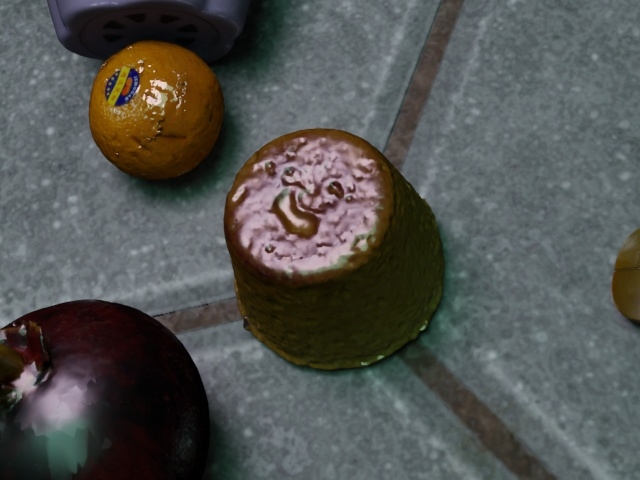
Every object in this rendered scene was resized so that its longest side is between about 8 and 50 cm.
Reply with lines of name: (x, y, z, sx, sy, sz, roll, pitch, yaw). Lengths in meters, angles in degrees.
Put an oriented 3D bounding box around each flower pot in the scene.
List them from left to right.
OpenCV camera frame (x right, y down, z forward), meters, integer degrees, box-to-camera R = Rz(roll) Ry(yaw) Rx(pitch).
flower pot: (-0.165, -0.311, 1.159, 0.265, 0.265, 0.243, -8, 74, 11)

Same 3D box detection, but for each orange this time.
orange: (-0.156, -0.122, 1.132, 0.136, 0.117, 0.135, -15, 57, 24)

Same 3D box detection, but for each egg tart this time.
egg tart: (0.000, 0.000, 1.016, 0.203, 0.147, 0.202, -6, 65, 14)

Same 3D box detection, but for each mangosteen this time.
mangosteen: (-0.218, 0.139, 0.940, 0.236, 0.261, 0.235, -13, 48, 15)

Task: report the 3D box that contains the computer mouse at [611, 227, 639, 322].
computer mouse: (0.343, 0.037, 0.967, 0.199, 0.045, 0.102, 10, 66, 18)
